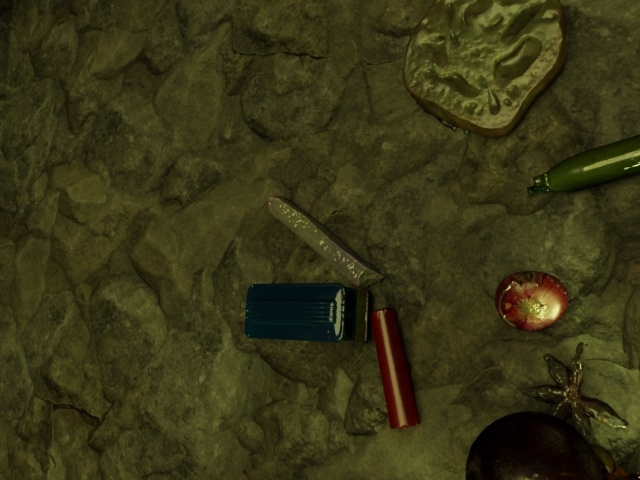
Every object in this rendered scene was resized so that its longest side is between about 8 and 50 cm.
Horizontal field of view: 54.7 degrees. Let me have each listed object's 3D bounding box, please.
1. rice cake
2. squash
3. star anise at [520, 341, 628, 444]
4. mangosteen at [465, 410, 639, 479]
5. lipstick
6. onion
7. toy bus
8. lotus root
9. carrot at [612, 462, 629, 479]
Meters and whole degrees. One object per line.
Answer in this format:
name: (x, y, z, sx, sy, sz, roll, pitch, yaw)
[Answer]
rice cake: (0.000, 0.000, 1.625, 0.399, 0.070, 0.064, 40, 103, 30)
squash: (0.602, -0.160, 1.319, 0.331, 0.087, 0.087, -16, 72, 27)
star anise: (0.511, 0.331, 1.278, 0.171, 0.063, 0.208, -29, 67, 22)
mangosteen: (0.422, 0.473, 1.184, 0.293, 0.297, 0.297, -21, 62, -23)
lipstick: (0.174, 0.299, 1.467, 0.073, 0.073, 0.280, -18, 73, 25)
onion: (0.452, 0.112, 1.343, 0.150, 0.140, 0.150, 5, 120, 8)
toy bus: (-0.030, 0.182, 1.539, 0.287, 0.175, 0.138, -3, 79, 32)
lotus root: (0.392, -0.430, 1.482, 0.390, 0.111, 0.375, -16, 77, 24)
carrot: (0.603, 0.481, 1.215, 0.142, 0.035, 0.035, 45, 102, 24)
